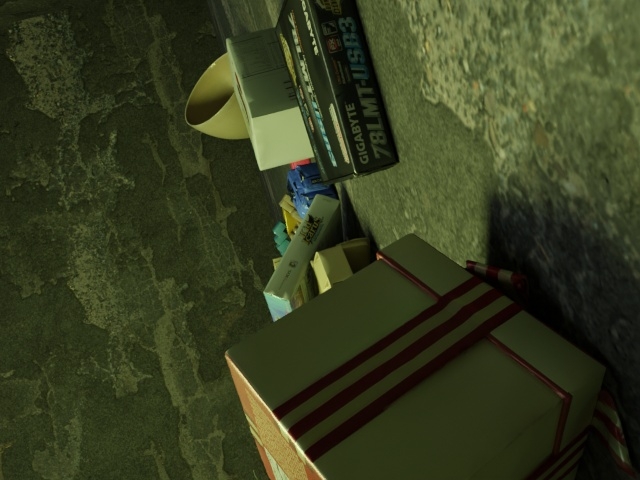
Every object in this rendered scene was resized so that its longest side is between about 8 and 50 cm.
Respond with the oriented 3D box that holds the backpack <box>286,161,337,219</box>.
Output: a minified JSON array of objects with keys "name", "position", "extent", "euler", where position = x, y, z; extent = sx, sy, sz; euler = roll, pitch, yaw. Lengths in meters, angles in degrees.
[{"name":"backpack","position":[-0.019,-0.107,1.346],"extent":[0.101,0.098,0.120],"euler":[98,155,-64]}]

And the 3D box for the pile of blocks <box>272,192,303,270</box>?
[{"name":"pile of blocks","position":[-0.074,0.041,1.872],"extent":[0.112,0.149,0.362],"euler":[-132,26,-73]}]

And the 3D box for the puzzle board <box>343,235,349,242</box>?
[{"name":"puzzle board","position":[0.064,0.042,1.409],"extent":[0.128,0.011,0.096],"euler":[145,108,-82]}]

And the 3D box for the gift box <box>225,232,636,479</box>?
[{"name":"gift box","position":[0.105,0.184,0.559],"extent":[0.276,0.258,0.255],"euler":[41,151,37]}]

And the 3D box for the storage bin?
[{"name":"storage bin","position":[0.083,0.172,1.143],"extent":[0.260,0.123,0.262],"euler":[84,167,-54]}]

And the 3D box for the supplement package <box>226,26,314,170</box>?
[{"name":"supplement package","position":[-0.089,-0.291,1.253],"extent":[0.194,0.149,0.203],"euler":[90,163,-65]}]

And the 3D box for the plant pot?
[{"name":"plant pot","position":[-0.269,-0.435,1.947],"extent":[0.191,0.284,0.284],"euler":[34,-159,-39]}]

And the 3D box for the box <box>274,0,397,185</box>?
[{"name":"box","position":[0.014,-0.238,0.945],"extent":[0.293,0.073,0.295],"euler":[-155,48,-81]}]

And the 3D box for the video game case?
[{"name":"video game case","position":[-0.023,0.078,1.272],"extent":[0.269,0.061,0.244],"euler":[82,-151,-57]}]

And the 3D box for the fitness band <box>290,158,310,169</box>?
[{"name":"fitness band","position":[-0.075,-0.253,1.623],"extent":[0.209,0.054,0.290],"euler":[-123,16,-55]}]
